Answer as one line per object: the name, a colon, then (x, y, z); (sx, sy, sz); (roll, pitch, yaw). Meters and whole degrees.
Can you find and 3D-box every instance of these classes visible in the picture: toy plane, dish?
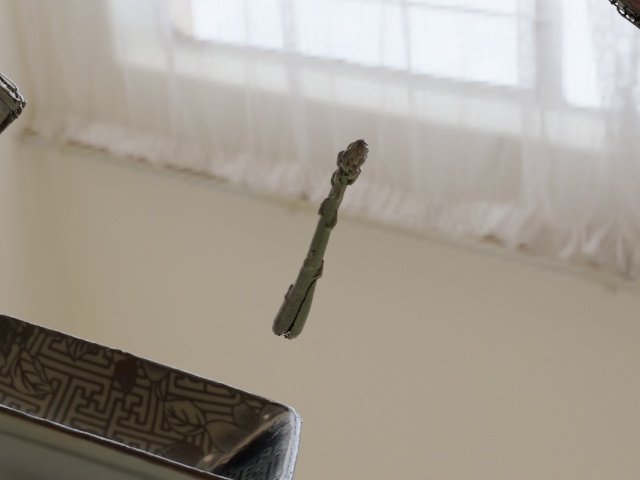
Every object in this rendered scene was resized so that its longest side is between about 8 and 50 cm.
toy plane: (0.334, -0.234, 1.495); (0.145, 0.060, 0.037); (29, -158, -25)
dish: (-0.138, 0.116, 0.857); (0.243, 0.080, 0.182); (19, -171, -1)

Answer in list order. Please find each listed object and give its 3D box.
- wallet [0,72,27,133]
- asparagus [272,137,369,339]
wallet: (-0.397, -0.092, 1.391); (0.170, 0.231, 0.069); (43, -176, 3)
asparagus: (0.000, 0.000, 1.092); (0.022, 0.233, 0.023); (-9, -125, -24)
